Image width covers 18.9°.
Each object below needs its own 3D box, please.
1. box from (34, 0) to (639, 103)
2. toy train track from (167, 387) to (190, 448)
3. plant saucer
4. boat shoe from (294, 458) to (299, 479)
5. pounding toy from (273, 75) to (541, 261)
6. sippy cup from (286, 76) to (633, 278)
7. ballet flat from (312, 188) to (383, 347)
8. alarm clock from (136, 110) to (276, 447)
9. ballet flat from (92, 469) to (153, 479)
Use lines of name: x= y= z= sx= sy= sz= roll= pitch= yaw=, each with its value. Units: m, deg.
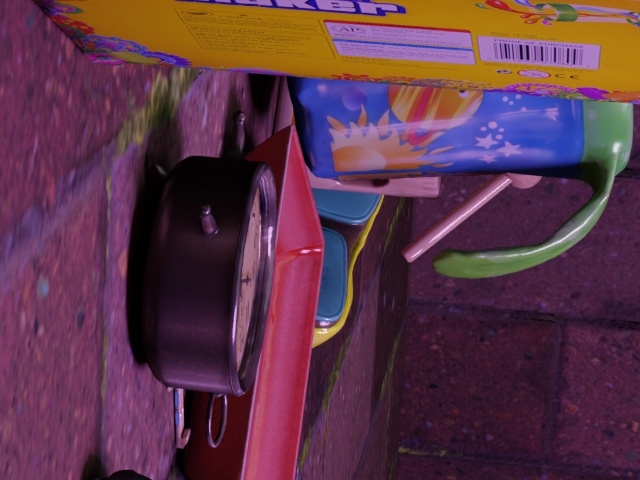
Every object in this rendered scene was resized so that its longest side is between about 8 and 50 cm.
box: x=0.042 y=-0.216 z=0.791 sx=0.177 sy=0.290 sz=0.279 roll=53 pitch=42 yaw=-79
toy train track: x=-0.081 y=0.090 z=1.165 sx=0.048 sy=0.014 sz=0.083 roll=-73 pitch=167 yaw=-59
plant saucer: x=-0.044 y=0.081 z=1.328 sx=0.258 sy=0.048 sz=0.259 roll=75 pitch=22 yaw=-71
boat shoe: x=-0.023 y=0.278 z=1.520 sx=0.095 sy=0.079 sz=0.254 roll=-67 pitch=161 yaw=-68
pounding toy: x=0.071 y=-0.082 z=1.487 sx=0.094 sy=0.206 sz=0.181 roll=75 pitch=22 yaw=-71
sippy cup: x=0.085 y=-0.141 z=1.357 sx=0.305 sy=0.224 sz=0.240 roll=-102 pitch=-179 yaw=-51
ballet flat: x=0.000 y=0.000 z=1.589 sx=0.077 sy=0.077 sz=0.231 roll=120 pitch=-12 yaw=-49
alarm clock: x=-0.062 y=0.035 z=1.069 sx=0.129 sy=0.064 sz=0.192 roll=-74 pitch=165 yaw=-58
ballet flat: x=-0.079 y=0.184 z=1.022 sx=0.203 sy=0.074 sz=0.074 roll=85 pitch=12 yaw=-58
